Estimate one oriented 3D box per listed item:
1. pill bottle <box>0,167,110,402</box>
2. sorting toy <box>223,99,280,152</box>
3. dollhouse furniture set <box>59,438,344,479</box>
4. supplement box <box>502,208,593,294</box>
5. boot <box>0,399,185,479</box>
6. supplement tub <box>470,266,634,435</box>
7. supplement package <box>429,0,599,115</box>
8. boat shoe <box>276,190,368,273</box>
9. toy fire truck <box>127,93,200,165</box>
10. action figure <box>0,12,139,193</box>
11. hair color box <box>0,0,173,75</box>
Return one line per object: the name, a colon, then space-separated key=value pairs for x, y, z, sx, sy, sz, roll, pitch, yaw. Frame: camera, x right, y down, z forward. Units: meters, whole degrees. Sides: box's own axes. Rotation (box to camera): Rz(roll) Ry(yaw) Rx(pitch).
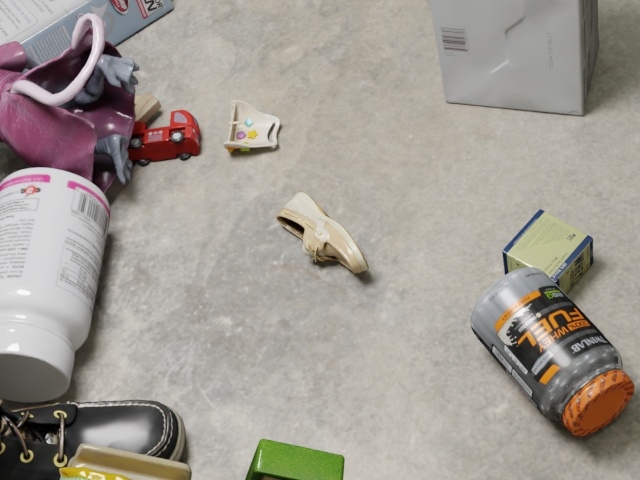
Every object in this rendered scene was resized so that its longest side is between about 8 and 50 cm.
pill bottle: x=-0.376 y=0.058 z=1.640 sx=0.160 sy=0.160 sz=0.283 roll=-4 pitch=54 yaw=10
sorting toy: x=-0.098 y=-0.159 z=1.811 sx=0.075 sy=0.045 sz=0.083 roll=3 pitch=55 yaw=6
dollhouse furniture set: x=-0.145 y=0.320 z=1.336 sx=0.301 sy=0.151 sz=0.197 roll=13 pitch=55 yaw=-8
supplement box: x=0.290 y=0.021 z=1.580 sx=0.083 sy=0.056 sz=0.083 roll=32 pitch=67 yaw=30
boot: x=-0.371 y=0.216 z=1.447 sx=0.377 sy=0.284 sz=0.138 roll=-9 pitch=53 yaw=6
supplement tub: x=0.275 y=0.132 z=1.466 sx=0.117 sy=0.117 sz=0.190 roll=-32 pitch=54 yaw=-11
supplement package: x=0.269 y=-0.317 z=1.701 sx=0.204 sy=0.262 sz=0.145 roll=8 pitch=57 yaw=18
boat shoe: x=0.000 y=0.000 z=1.663 sx=0.059 sy=0.063 sz=0.170 roll=-37 pitch=46 yaw=-11
toy fire truck: x=-0.273 y=-0.176 z=1.857 sx=0.192 sy=0.047 sz=0.135 roll=-8 pitch=54 yaw=7
action figure: x=-0.447 y=-0.180 z=1.741 sx=0.370 sy=0.276 sz=0.248 roll=11 pitch=73 yaw=13
hair color box: x=-0.447 y=-0.356 z=1.986 sx=0.374 sy=0.113 sz=0.185 roll=-36 pitch=55 yaw=-12
